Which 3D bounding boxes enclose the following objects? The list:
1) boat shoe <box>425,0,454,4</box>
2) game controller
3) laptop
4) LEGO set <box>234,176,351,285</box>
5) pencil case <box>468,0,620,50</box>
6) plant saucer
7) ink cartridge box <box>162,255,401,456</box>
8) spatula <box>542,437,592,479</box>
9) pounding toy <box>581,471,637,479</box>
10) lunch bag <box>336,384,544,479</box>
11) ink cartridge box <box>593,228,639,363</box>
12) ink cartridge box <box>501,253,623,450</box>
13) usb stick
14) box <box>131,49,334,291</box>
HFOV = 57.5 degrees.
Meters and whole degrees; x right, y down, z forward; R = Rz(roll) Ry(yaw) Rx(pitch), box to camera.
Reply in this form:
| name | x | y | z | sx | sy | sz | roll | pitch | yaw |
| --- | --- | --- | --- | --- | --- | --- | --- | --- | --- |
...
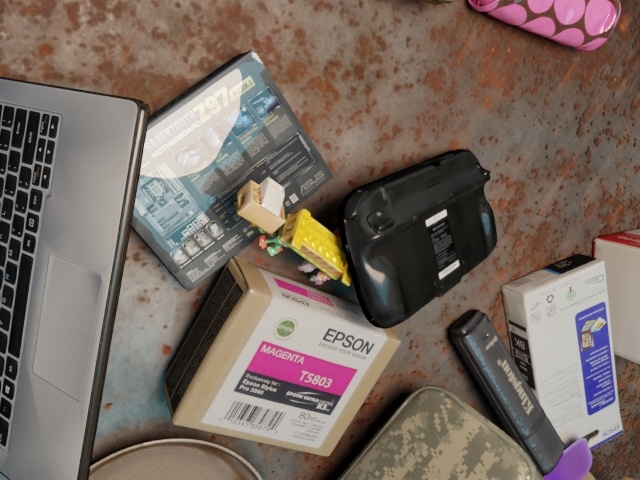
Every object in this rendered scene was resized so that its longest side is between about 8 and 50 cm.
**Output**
| name | x | y | z | sx | sy | sz | roll | pitch | yaw |
| --- | --- | --- | --- | --- | --- | --- | --- | --- | --- |
| boat shoe | 0.044 | -0.383 | 0.678 | 0.307 | 0.104 | 0.110 | 32 | 79 | -23 |
| game controller | 0.138 | -0.013 | 0.743 | 0.319 | 0.067 | 0.166 | -25 | 111 | -46 |
| laptop | -0.400 | 0.024 | 0.511 | 0.236 | 0.408 | 0.381 | 0 | 104 | -57 |
| LEGO set | 0.000 | 0.000 | 0.709 | 0.287 | 0.107 | 0.132 | -6 | 83 | -46 |
| pencil case | 0.312 | -0.336 | 0.804 | 0.209 | 0.095 | 0.098 | 6 | 134 | -25 |
| plant saucer | -0.214 | 0.392 | 0.760 | 0.311 | 0.050 | 0.310 | -4 | 102 | -21 |
| ink cartridge box | -0.046 | 0.153 | 0.731 | 0.235 | 0.088 | 0.193 | 23 | 104 | -30 |
| spatula | 0.311 | 0.415 | 0.956 | 0.297 | 0.030 | 0.084 | -25 | 115 | 5 |
| pounding toy | 0.412 | 0.459 | 0.991 | 0.269 | 0.154 | 0.155 | -41 | 115 | 11 |
| lunch bag | 0.161 | 0.393 | 0.829 | 0.305 | 0.213 | 0.256 | -49 | 140 | -7 |
| ink cartridge box | 0.611 | 0.077 | 1.001 | 0.273 | 0.114 | 0.196 | -10 | 104 | -21 |
| ink cartridge box | 0.406 | 0.203 | 0.970 | 0.166 | 0.065 | 0.332 | -19 | 106 | -17 |
| usb stick | 0.292 | 0.236 | 0.904 | 0.077 | 0.045 | 0.278 | -36 | 98 | -27 |
| box | -0.125 | -0.082 | 0.690 | 0.233 | 0.059 | 0.183 | -40 | 115 | -11 |
